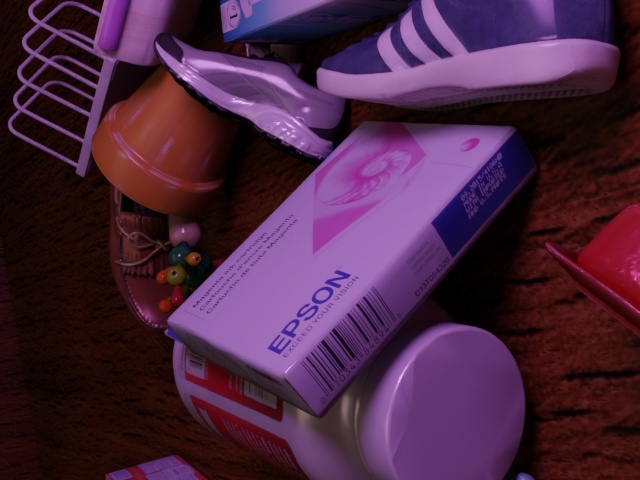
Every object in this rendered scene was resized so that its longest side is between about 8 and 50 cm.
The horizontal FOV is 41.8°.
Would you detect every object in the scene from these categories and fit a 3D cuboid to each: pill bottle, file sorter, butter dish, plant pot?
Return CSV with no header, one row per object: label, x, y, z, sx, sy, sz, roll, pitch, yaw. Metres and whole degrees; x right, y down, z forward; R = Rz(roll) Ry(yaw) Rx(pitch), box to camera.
pill bottle,0.016,0.154,0.932,0.408,0.229,0.229,5,101,56
file sorter,-0.414,-0.294,1.457,0.173,0.193,0.277,28,135,-4
butter dish,0.276,0.021,0.610,0.118,0.160,0.160,-57,46,14
plant pot,-0.206,-0.172,1.245,0.188,0.205,0.205,-51,54,30

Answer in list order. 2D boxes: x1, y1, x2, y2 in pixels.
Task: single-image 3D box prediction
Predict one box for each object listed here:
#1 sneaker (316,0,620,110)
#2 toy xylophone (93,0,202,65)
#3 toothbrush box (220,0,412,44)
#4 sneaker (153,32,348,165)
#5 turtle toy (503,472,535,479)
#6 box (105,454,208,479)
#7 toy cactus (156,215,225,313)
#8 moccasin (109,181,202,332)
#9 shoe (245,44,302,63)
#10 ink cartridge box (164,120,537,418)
sneaker,0.126,-0.205,0.793,0.350,0.131,0.148,6,95,50
toy xylophone,-0.214,-0.370,1.183,0.322,0.081,0.236,-83,15,-70
toothbrush box,0.001,-0.351,0.932,0.295,0.126,0.216,0,96,57
sneaker,-0.088,-0.196,1.056,0.272,0.100,0.108,29,89,9
turtle toy,0.186,0.272,0.848,0.095,0.066,0.130,58,149,-7
box,-0.259,0.515,1.503,0.300,0.154,0.142,14,109,53
toy cactus,-0.192,0.028,1.283,0.112,0.219,0.180,-15,84,17
moccasin,-0.289,-0.031,1.454,0.147,0.139,0.380,164,106,-65
shoe,-0.064,-0.250,1.115,0.076,0.058,0.219,-7,92,57
ink cartridge box,0.000,0.000,0.862,0.330,0.324,0.071,13,144,54
